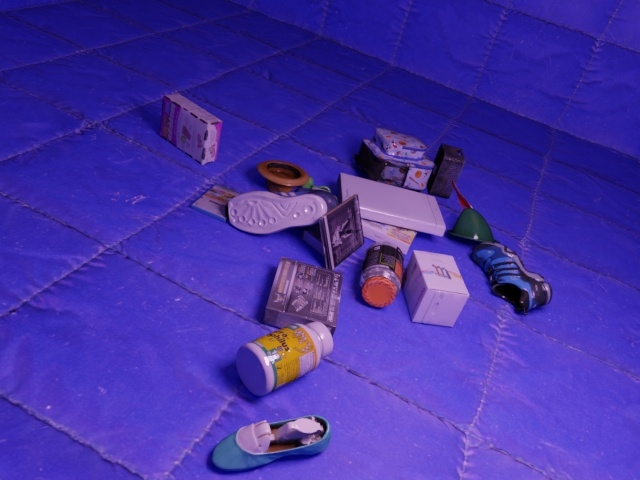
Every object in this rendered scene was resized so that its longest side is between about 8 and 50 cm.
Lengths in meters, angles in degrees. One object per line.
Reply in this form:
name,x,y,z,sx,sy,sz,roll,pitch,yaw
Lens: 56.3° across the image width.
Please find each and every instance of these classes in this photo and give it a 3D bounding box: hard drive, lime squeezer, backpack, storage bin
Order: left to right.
lime squeezer,-0.003,-0.172,2.072,0.310,0.059,0.110,34,6,26
hard drive,0.232,-0.125,2.017,0.353,0.047,0.233,13,31,-8
backpack,0.290,-0.295,2.249,0.263,0.213,0.276,15,29,-24
storage bin,0.479,-0.266,2.298,0.084,0.180,0.122,14,33,-6

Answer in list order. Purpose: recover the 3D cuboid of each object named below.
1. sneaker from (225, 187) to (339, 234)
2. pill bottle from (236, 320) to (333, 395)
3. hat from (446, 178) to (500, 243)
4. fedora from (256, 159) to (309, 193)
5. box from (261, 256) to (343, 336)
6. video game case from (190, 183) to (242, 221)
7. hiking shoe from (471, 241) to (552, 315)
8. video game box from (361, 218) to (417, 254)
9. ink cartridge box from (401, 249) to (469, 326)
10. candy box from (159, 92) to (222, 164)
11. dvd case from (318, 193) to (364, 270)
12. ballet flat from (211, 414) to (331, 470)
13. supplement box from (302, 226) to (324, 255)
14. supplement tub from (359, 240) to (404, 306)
sneaker,-0.102,-0.095,1.842,0.322,0.130,0.236,-2,6,17
pill bottle,-0.074,0.254,1.336,0.208,0.118,0.117,-17,46,-41
hat,0.526,-0.100,2.030,0.208,0.184,0.173,14,8,15
fedora,-0.131,-0.206,2.023,0.194,0.079,0.194,11,28,-6
box,-0.041,0.148,1.563,0.183,0.056,0.231,15,33,-3
video game case,-0.314,-0.120,1.871,0.119,0.015,0.166,22,33,8
hiking shoe,0.569,0.105,1.858,0.132,0.113,0.304,-19,39,-27
video game box,0.220,-0.050,1.985,0.205,0.048,0.187,24,35,10
ink cartridge box,0.317,0.135,1.680,0.127,0.128,0.176,10,35,-12
candy box,-0.452,-0.388,2.072,0.233,0.159,0.071,35,38,24
dvd case,0.066,-0.026,1.781,0.018,0.165,0.221,3,23,31
ballet flat,-0.090,0.382,1.167,0.247,0.087,0.083,-1,38,-25
supplement box,0.000,0.000,1.818,0.062,0.036,0.098,-17,44,-41
supplement tub,0.172,0.095,1.684,0.117,0.117,0.190,18,33,1
